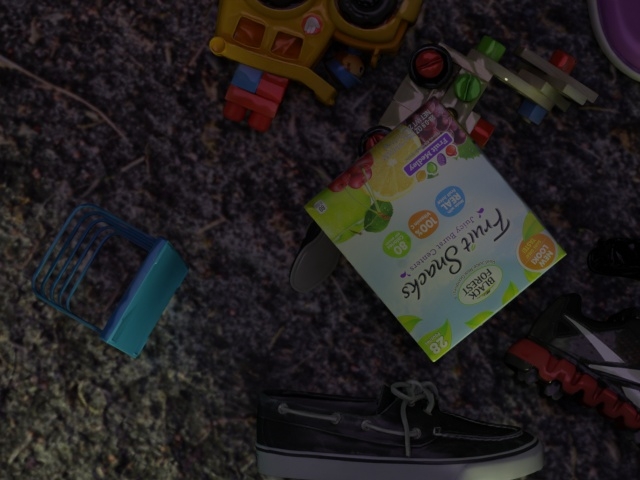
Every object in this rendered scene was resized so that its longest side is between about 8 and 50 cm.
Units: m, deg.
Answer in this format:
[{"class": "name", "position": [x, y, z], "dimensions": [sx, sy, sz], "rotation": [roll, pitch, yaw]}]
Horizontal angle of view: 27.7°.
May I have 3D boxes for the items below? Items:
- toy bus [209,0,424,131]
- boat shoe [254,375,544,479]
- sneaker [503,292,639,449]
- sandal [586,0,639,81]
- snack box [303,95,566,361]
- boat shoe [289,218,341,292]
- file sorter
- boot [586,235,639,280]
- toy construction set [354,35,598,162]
[{"class": "toy bus", "position": [-0.017, -0.216, 1.439], "dimensions": [0.220, 0.149, 0.211], "rotation": [18, 94, -1]}, {"class": "boat shoe", "position": [0.084, 0.197, 1.381], "dimensions": [0.306, 0.113, 0.105], "rotation": [1, 95, 8]}, {"class": "sneaker", "position": [0.343, 0.149, 1.399], "dimensions": [0.276, 0.097, 0.135], "rotation": [29, 84, 5]}, {"class": "sandal", "position": [0.413, -0.384, 1.484], "dimensions": [0.169, 0.102, 0.416], "rotation": [16, 81, 2]}, {"class": "snack box", "position": [0.115, -0.012, 1.312], "dimensions": [0.174, 0.070, 0.207], "rotation": [-41, 91, 6]}, {"class": "boat shoe", "position": [0.000, 0.000, 1.449], "dimensions": [0.046, 0.038, 0.125], "rotation": [30, 85, -29]}, {"class": "file sorter", "position": [-0.222, 0.042, 1.373], "dimensions": [0.104, 0.170, 0.118], "rotation": [29, 82, 6]}, {"class": "boot", "position": [0.353, 0.019, 1.420], "dimensions": [0.121, 0.099, 0.045], "rotation": [3, 82, 0]}, {"class": "toy construction set", "position": [0.160, -0.091, 1.408], "dimensions": [0.215, 0.151, 0.328], "rotation": [32, 82, 4]}]
